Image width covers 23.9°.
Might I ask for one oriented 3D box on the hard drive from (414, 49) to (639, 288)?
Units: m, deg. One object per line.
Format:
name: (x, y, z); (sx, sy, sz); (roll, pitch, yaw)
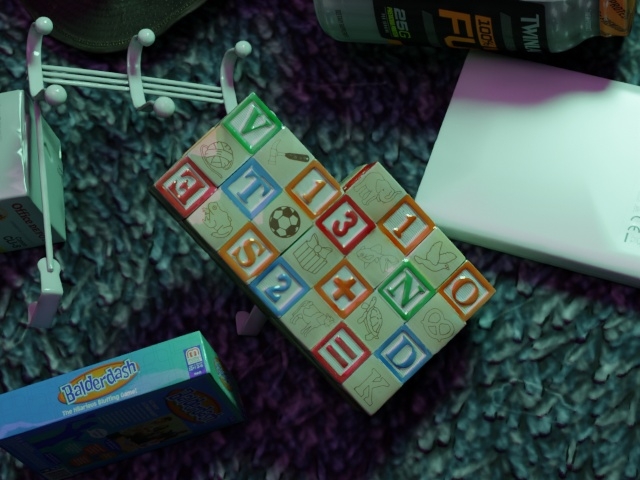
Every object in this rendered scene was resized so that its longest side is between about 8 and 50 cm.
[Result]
hard drive: (0.267, -0.068, 1.518); (0.308, 0.040, 0.203); (15, 71, 16)

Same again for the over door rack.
over door rack: (-0.166, -0.073, 1.509); (0.240, 0.108, 0.324); (5, 64, -23)

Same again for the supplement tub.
supplement tub: (0.161, -0.291, 1.540); (0.316, 0.193, 0.193); (5, 69, 17)

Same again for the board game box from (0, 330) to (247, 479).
board game box: (-0.189, 0.162, 1.441); (0.210, 0.160, 0.047); (-17, 65, 2)

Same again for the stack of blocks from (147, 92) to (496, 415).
stack of blocks: (0.000, 0.000, 1.442); (0.171, 0.087, 0.297); (-44, 96, -9)

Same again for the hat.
hat: (-0.238, -0.381, 1.665); (0.331, 0.134, 0.331); (-6, 68, 16)

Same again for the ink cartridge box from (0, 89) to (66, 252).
ink cartridge box: (-0.369, -0.062, 1.585); (0.176, 0.128, 0.127); (-11, 66, 6)
